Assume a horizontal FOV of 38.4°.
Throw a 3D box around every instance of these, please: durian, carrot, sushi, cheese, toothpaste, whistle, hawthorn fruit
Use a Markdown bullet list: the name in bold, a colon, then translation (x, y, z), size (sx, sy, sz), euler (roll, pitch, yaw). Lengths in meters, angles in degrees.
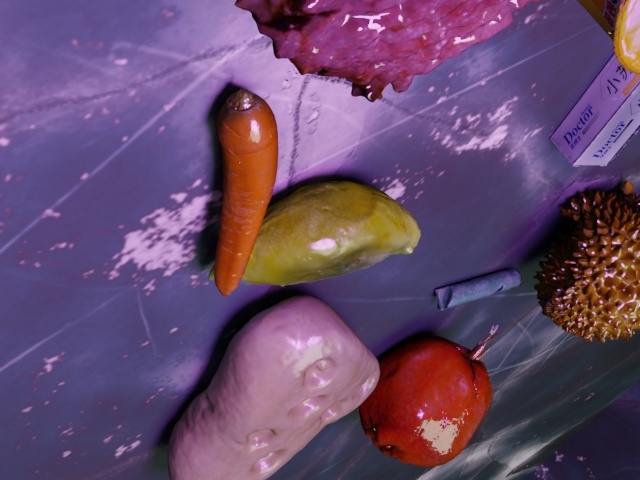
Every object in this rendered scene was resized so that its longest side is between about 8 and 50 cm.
- **durian**: translation (0.482, 0.043, 1.524), size (0.258, 0.258, 0.293), euler (-54, -173, 31)
- **carrot**: translation (-0.076, -0.046, 0.930), size (0.062, 0.066, 0.271), euler (0, 140, -8)
- **sushi**: translation (0.032, -0.237, 0.597), size (0.171, 0.236, 0.270), euler (-24, 162, 32)
- **durian**: translation (0.000, 0.000, 1.056), size (0.250, 0.101, 0.139), euler (-12, 146, -27)
- **cheese**: translation (-0.083, 0.214, 1.266), size (0.351, 0.129, 0.328), euler (-33, 155, -9)
- **toothpaste**: translation (0.432, -0.232, 1.222), size (0.089, 0.071, 0.313), euler (-4, 140, -39)
- **whistle**: translation (0.265, 0.081, 1.547), size (0.186, 0.039, 0.039), euler (-12, 144, -38)
- **hawthorn fruit**: translation (0.200, 0.253, 1.576), size (0.299, 0.211, 0.211), euler (-46, 152, 1)

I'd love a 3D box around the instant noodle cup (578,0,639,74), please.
- **instant noodle cup**: translation (0.297, -0.308, 0.806), size (0.264, 0.200, 0.264), euler (-27, 150, -17)
